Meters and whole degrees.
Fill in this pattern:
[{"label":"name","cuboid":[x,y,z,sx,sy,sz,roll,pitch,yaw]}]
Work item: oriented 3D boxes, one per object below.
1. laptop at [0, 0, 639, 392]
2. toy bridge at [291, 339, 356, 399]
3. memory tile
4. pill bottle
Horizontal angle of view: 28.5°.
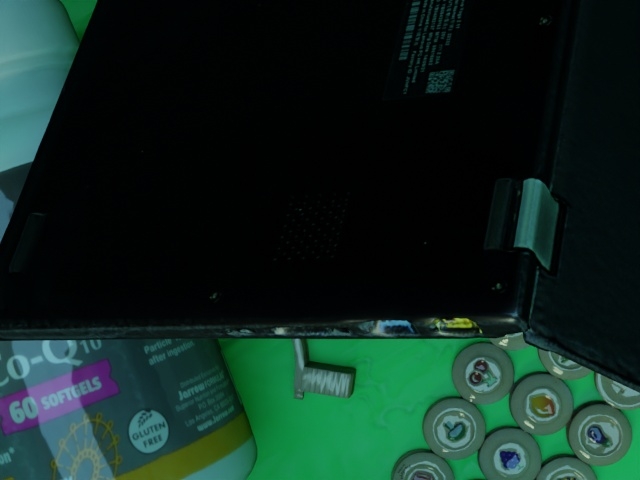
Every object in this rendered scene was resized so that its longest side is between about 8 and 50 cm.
[{"label":"laptop","cuboid":[0.110,-0.074,0.624,0.407,0.236,0.382,-3,57,29]},{"label":"toy bridge","cuboid":[0.000,0.000,0.731,0.063,0.026,0.188,9,94,7]},{"label":"memory tile","cuboid":[0.119,0.111,0.732,0.113,0.012,0.148,28,95,3]},{"label":"pill bottle","cuboid":[-0.152,0.023,0.678,0.162,0.162,0.279,-21,91,6]}]
